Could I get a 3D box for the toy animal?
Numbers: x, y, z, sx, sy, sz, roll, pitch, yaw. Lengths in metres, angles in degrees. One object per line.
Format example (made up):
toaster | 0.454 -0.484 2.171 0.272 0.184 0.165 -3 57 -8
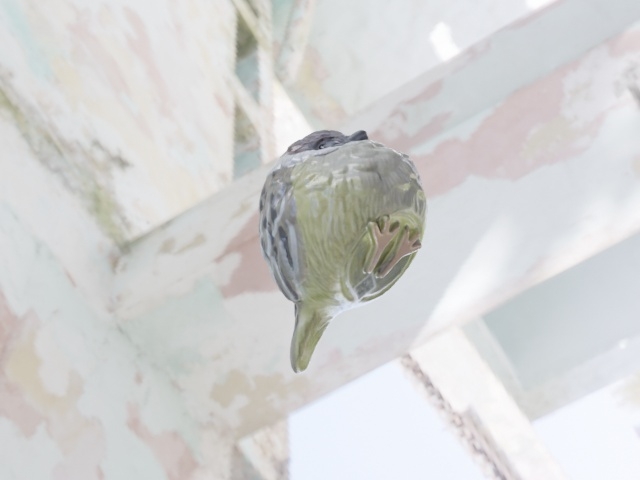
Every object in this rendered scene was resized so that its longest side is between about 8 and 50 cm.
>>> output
toy animal | 0.000 0.000 0.616 0.098 0.137 0.098 31 -171 -6
